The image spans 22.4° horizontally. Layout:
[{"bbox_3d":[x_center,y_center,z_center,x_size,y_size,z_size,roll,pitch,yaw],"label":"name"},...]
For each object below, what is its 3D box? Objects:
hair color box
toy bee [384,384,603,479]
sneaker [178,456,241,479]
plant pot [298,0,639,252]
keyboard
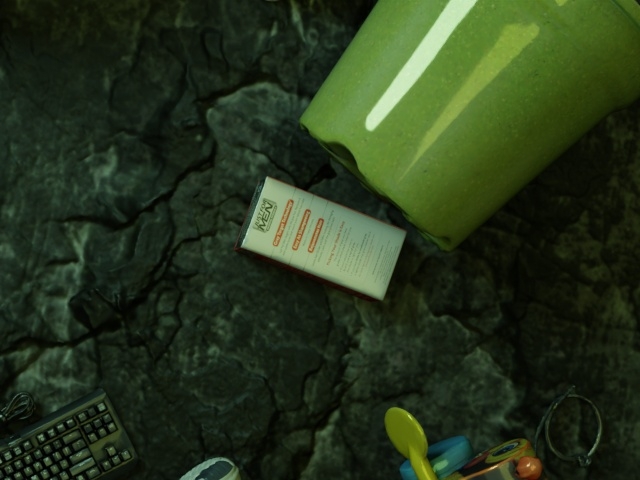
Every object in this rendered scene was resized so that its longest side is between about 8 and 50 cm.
[{"bbox_3d":[0.000,0.000,1.477,0.141,0.043,0.072,22,82,-11],"label":"hair color box"},{"bbox_3d":[0.132,0.217,1.433,0.195,0.162,0.298,42,79,-5],"label":"toy bee"},{"bbox_3d":[-0.104,0.318,1.408,0.153,0.094,0.235,35,80,-10],"label":"sneaker"},{"bbox_3d":[0.128,-0.138,1.421,0.276,0.276,0.254,41,90,-7],"label":"plant pot"},{"bbox_3d":[-0.261,0.192,1.418,0.180,0.023,0.108,-27,92,-14],"label":"keyboard"}]
